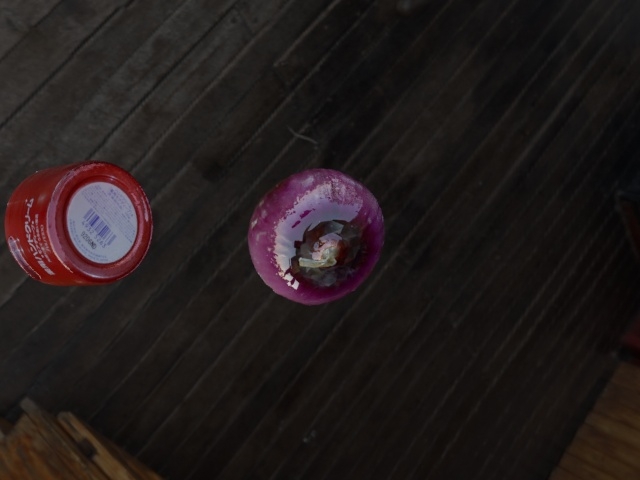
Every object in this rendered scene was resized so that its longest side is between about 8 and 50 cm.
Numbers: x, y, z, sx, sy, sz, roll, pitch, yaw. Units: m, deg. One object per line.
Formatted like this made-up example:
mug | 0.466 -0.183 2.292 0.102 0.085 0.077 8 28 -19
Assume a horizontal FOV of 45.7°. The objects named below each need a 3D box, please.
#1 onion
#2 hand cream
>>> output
onion | -0.003 -0.004 0.964 0.177 0.153 0.177 -18 117 -40
hand cream | -0.362 -0.024 1.149 0.193 0.125 0.193 9 79 -49
